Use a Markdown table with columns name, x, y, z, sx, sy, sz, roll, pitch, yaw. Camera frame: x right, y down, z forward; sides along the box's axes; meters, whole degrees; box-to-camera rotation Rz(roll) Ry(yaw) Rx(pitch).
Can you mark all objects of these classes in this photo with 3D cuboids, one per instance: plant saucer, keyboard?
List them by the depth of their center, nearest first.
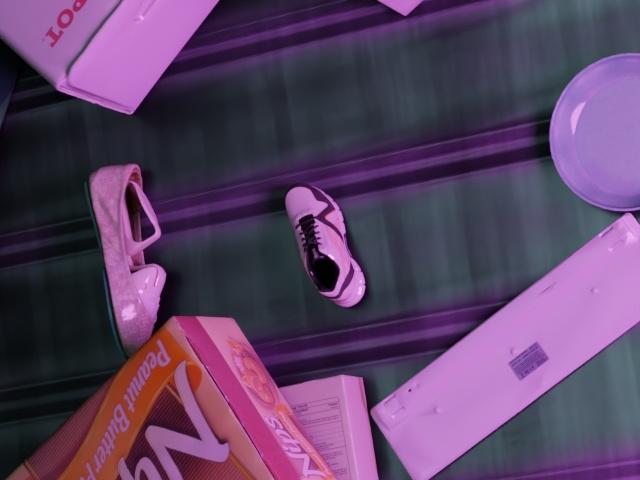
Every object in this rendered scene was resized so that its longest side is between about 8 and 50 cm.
| name | x | y | z | sx | sy | sz | roll | pitch | yaw |
| --- | --- | --- | --- | --- | --- | --- | --- | --- | --- |
| plant saucer | 0.230 | -0.079 | 1.427 | 0.119 | 0.021 | 0.119 | -4 | 81 | 23 |
| keyboard | 0.152 | 0.083 | 1.447 | 0.256 | 0.014 | 0.072 | -39 | 74 | 15 |

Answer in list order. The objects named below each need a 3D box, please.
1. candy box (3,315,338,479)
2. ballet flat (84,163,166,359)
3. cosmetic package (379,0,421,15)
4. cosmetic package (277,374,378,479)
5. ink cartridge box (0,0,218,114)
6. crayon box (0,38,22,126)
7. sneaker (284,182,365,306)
| name | x | y | z | sx | sy | sz | roll | pitch | yaw |
| --- | --- | --- | --- | --- | --- | --- | --- | --- | --- |
| candy box | -0.147 | 0.226 | 1.494 | 0.316 | 0.087 | 0.183 | -43 | 67 | 22 |
| ballet flat | -0.154 | 0.014 | 1.569 | 0.052 | 0.057 | 0.168 | -16 | 77 | 11 |
| cosmetic package | 0.013 | -0.246 | 1.427 | 0.060 | 0.239 | 0.099 | -42 | 69 | 14 |
| cosmetic package | 0.008 | 0.165 | 1.482 | 0.060 | 0.041 | 0.115 | -12 | 78 | 24 |
| ink cartridge box | -0.218 | -0.288 | 1.597 | 0.307 | 0.129 | 0.223 | 42 | 100 | 23 |
| crayon box | -0.399 | -0.065 | 1.674 | 0.202 | 0.081 | 0.318 | 19 | 90 | 25 |
| sneaker | 0.000 | 0.000 | 1.508 | 0.040 | 0.044 | 0.109 | -34 | 69 | 19 |
